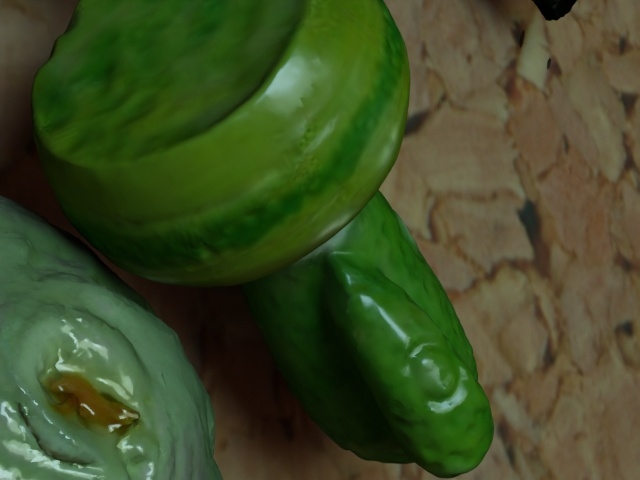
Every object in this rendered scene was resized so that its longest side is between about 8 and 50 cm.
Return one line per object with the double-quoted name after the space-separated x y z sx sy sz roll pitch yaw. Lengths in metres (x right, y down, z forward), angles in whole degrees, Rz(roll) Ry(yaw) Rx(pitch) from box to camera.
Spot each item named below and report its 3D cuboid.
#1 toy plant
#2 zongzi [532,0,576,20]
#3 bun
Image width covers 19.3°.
0.000 0.000 0.976 0.184 0.224 0.316 -36 133 -1 "toy plant"
0.150 -0.392 1.295 0.383 0.362 0.319 -42 115 -1 "zongzi"
-0.142 0.107 0.852 0.293 0.187 0.293 15 69 -43 "bun"
